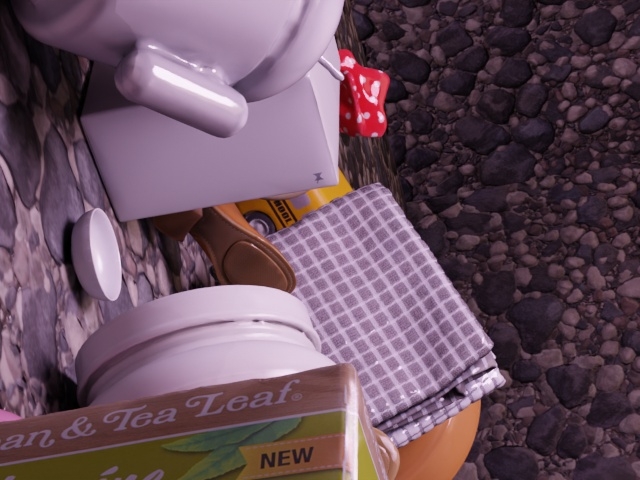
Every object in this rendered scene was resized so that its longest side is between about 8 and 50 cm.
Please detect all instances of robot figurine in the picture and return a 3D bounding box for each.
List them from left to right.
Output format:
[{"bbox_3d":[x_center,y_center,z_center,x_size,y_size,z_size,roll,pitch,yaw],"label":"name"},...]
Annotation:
[{"bbox_3d":[-0.122,-0.234,1.331,0.353,0.200,0.299,16,62,-39],"label":"robot figurine"}]

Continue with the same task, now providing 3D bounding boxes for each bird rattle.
[{"bbox_3d":[-0.049,-0.147,1.913,0.143,0.254,0.207,-83,-175,-60],"label":"bird rattle"}]

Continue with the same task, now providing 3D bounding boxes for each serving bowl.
[{"bbox_3d":[-0.202,0.014,1.389,0.083,0.027,0.083,-9,90,-81],"label":"serving bowl"}]

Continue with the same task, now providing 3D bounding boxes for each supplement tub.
[{"bbox_3d":[-0.066,0.227,1.249,0.241,0.241,0.331,63,9,-62],"label":"supplement tub"}]

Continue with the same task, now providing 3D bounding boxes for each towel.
[{"bbox_3d":[0.039,0.093,1.748,0.283,0.235,0.121,56,-14,27],"label":"towel"}]

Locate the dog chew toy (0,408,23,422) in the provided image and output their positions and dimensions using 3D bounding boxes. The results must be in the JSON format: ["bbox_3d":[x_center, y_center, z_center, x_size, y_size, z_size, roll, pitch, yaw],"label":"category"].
[{"bbox_3d":[-0.155,0.203,0.958,0.332,0.207,0.206,48,31,-50],"label":"dog chew toy"}]

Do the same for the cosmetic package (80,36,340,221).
[{"bbox_3d":[-0.102,-0.152,1.567,0.224,0.224,0.138,-90,167,-50],"label":"cosmetic package"}]

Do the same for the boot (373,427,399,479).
[{"bbox_3d":[-0.016,0.295,1.622,0.095,0.262,0.203,43,0,12],"label":"boot"}]

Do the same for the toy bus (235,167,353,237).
[{"bbox_3d":[0.000,0.000,2.108,0.332,0.130,0.108,57,29,-12],"label":"toy bus"}]

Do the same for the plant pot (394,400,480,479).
[{"bbox_3d":[0.023,0.183,1.920,0.203,0.291,0.290,45,33,-47],"label":"plant pot"}]

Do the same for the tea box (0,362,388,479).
[{"bbox_3d":[-0.120,0.256,0.671,0.323,0.329,0.220,-89,166,-55],"label":"tea box"}]

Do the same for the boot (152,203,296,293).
[{"bbox_3d":[-0.105,-0.031,1.705,0.197,0.073,0.152,39,22,-27],"label":"boot"}]
